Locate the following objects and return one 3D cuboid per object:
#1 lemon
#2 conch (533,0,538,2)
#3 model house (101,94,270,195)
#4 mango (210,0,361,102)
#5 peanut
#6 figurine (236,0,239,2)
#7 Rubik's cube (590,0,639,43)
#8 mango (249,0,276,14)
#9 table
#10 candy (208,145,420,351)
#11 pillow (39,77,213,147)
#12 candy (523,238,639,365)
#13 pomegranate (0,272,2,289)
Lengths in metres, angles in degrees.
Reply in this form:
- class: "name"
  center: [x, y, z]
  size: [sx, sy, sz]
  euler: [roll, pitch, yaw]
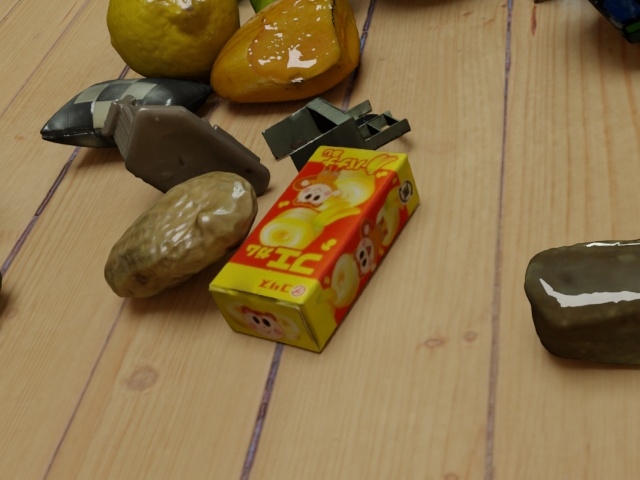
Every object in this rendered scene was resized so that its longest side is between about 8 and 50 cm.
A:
- class: "lemon"
  center: [-0.257, -0.387, 1.544]
  size: [0.233, 0.233, 0.288]
  euler: [-34, 20, -14]
- class: "conch"
  center: [0.384, -0.525, 1.357]
  size: [0.093, 0.330, 0.109]
  euler: [12, 35, 5]
- class: "model house"
  center: [-0.206, -0.136, 1.282]
  size: [0.122, 0.229, 0.188]
  euler: [-55, 35, 6]
- class: "mango"
  center: [-0.066, -0.309, 1.451]
  size: [0.257, 0.138, 0.187]
  euler: [-9, 68, 25]
- class: "peanut"
  center: [-0.179, -0.007, 1.140]
  size: [0.196, 0.110, 0.233]
  euler: [-47, 11, -35]
- class: "figurine"
  center: [-0.103, -0.650, 1.855]
  size: [0.315, 0.168, 0.187]
  euler: [-35, 82, -28]
- class: "Rubik's cube"
  center: [0.468, -0.428, 1.202]
  size: [0.319, 0.319, 0.264]
  euler: [11, 35, 35]
- class: "mango"
  center: [-0.042, -0.470, 1.617]
  size: [0.186, 0.149, 0.273]
  euler: [-19, 49, -2]
- class: "table"
  center: [0.020, -0.161, 1.272]
  size: [0.175, 0.062, 0.146]
  euler: [-31, 27, -8]
- class: "candy"
  center: [0.000, 0.000, 1.094]
  size: [0.146, 0.088, 0.276]
  euler: [9, 48, 32]
- class: "pillow"
  center: [-0.321, -0.216, 1.482]
  size: [0.250, 0.106, 0.186]
  euler: [-1, 28, 23]
- class: "candy"
  center: [0.324, 0.059, 0.859]
  size: [0.234, 0.104, 0.102]
  euler: [-8, 46, 18]
- class: "pomegranate"
  center: [-0.512, 0.069, 1.235]
  size: [0.130, 0.130, 0.130]
  euler: [-13, 39, 11]
